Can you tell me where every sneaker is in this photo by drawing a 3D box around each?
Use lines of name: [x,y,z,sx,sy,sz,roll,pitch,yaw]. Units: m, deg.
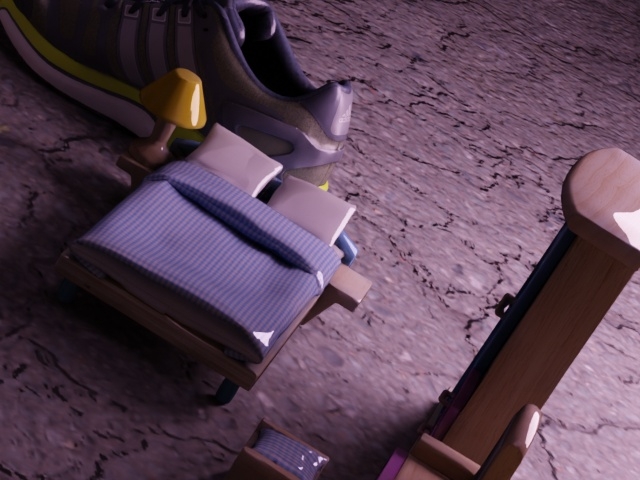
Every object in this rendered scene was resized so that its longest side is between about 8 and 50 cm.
sneaker: [-0.094,-0.129,1.282,0.300,0.121,0.111,37,24,15]

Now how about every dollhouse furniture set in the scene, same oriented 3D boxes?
dollhouse furniture set: [0.000,0.000,1.042,0.303,0.198,0.286,32,23,5]
